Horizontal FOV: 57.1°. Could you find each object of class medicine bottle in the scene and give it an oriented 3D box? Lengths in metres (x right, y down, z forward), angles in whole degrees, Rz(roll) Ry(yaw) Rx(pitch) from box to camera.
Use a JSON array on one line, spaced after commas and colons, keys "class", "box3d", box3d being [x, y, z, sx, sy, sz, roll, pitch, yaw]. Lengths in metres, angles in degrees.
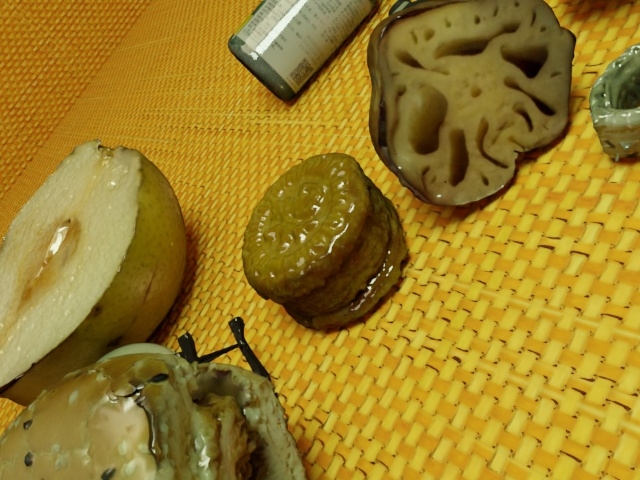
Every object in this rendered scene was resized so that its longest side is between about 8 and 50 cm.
[{"class": "medicine bottle", "box3d": [-0.008, -0.379, 0.964, 0.293, 0.141, 0.141, -46, 36, 5]}]

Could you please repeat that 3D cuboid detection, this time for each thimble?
[{"class": "thimble", "box3d": [0.281, -0.119, 0.496, 0.110, 0.062, 0.084, -43, 38, 10]}]

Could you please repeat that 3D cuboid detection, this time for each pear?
[{"class": "pear", "box3d": [-0.330, 0.062, 0.869, 0.340, 0.191, 0.386, 17, 75, 42]}]

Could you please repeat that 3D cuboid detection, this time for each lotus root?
[{"class": "lotus root", "box3d": [0.134, -0.150, 0.620, 0.188, 0.199, 0.180, -7, 16, -6]}]

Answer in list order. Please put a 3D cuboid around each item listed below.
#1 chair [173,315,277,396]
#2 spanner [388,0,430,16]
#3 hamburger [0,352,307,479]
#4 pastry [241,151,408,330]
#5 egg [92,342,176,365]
[{"class": "chair", "box3d": [-0.101, 0.209, 0.604, 0.106, 0.113, 0.229, -32, 77, 23]}, {"class": "spanner", "box3d": [0.145, -0.259, 0.798, 0.087, 0.024, 0.316, -24, 43, 25]}, {"class": "hamburger", "box3d": [-0.138, 0.262, 0.450, 0.276, 0.195, 0.318, -28, 67, 24]}, {"class": "pastry", "box3d": [0.000, 0.000, 0.651, 0.188, 0.103, 0.189, -27, 43, 28]}, {"class": "egg", "box3d": [-0.230, 0.186, 0.718, 0.152, 0.114, 0.114, -37, 38, 19]}]
